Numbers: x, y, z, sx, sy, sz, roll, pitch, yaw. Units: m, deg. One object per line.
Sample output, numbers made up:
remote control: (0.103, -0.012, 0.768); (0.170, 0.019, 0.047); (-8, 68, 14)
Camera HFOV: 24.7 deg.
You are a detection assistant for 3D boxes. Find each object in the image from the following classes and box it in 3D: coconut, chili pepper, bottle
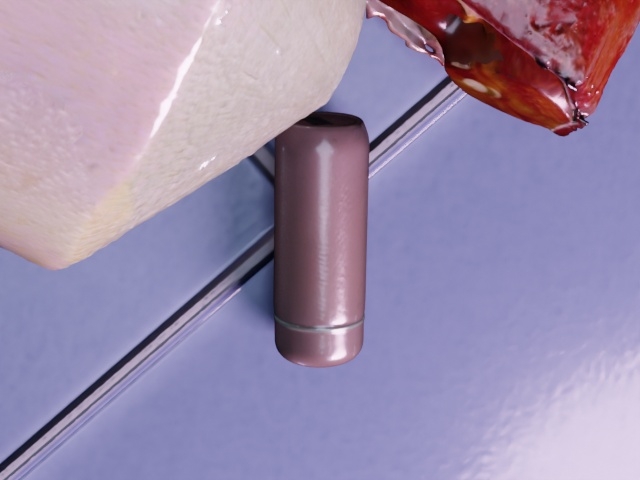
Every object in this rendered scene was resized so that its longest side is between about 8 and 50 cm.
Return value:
coconut: (-0.122, -0.152, 0.647); (0.309, 0.297, 0.297); (28, 99, -19)
chili pepper: (0.129, -0.197, 0.774); (0.144, 0.136, 0.253); (28, 88, 28)
bottle: (0.000, 0.000, 0.823); (0.053, 0.053, 0.140); (-2, 105, -10)
